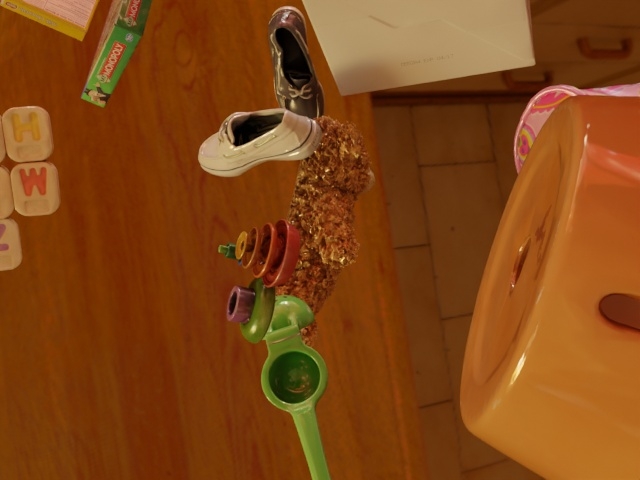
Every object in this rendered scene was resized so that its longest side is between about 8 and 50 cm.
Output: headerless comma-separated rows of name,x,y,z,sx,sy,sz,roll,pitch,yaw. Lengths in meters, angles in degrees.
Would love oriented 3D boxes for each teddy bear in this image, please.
teddy bear,0.000,0.000,1.147,0.113,0.245,0.338,15,67,-5

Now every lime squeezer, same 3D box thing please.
lime squeezer,-0.026,0.119,0.718,0.059,0.310,0.110,-4,123,-9

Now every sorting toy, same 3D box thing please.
sorting toy,-0.051,0.024,0.581,0.042,0.061,0.102,13,122,-21

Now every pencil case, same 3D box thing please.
pencil case,0.319,-0.102,0.808,0.284,0.124,0.124,-14,91,-36

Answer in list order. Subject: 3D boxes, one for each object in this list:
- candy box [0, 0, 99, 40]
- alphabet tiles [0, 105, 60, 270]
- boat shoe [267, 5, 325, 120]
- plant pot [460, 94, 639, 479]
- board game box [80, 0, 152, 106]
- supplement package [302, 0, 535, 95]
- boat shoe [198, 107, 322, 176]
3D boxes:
candy box,-0.419,-0.364,1.152,0.206,0.027,0.105,22,53,-19
alphabet tiles,-0.478,-0.089,1.017,0.284,0.021,0.278,-6,103,-14
boat shoe,-0.040,-0.240,1.217,0.075,0.065,0.206,-5,122,9
plant pot,0.206,0.041,0.463,0.203,0.291,0.291,17,74,4
board game box,-0.314,-0.406,1.358,0.046,0.213,0.317,20,59,-22
supplement package,0.127,-0.323,1.040,0.204,0.262,0.145,62,27,-49
boat shoe,-0.101,-0.146,1.120,0.076,0.226,0.083,35,58,-41
